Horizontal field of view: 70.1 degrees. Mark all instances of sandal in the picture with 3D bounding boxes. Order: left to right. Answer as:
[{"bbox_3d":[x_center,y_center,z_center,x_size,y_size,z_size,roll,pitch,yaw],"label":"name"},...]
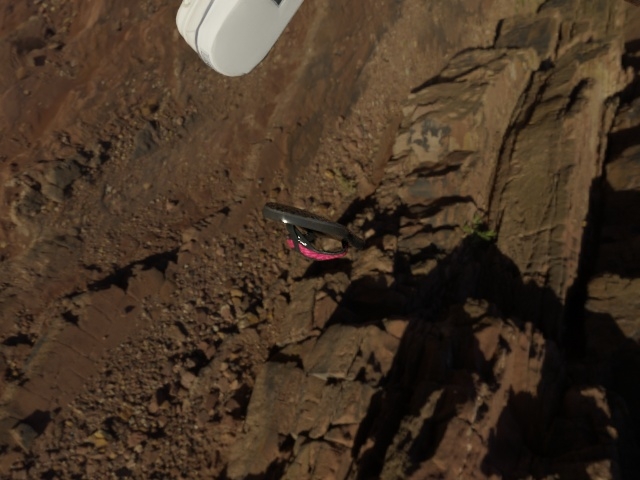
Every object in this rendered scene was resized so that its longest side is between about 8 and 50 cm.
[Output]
[{"bbox_3d":[0.000,0.000,0.441,0.040,0.067,0.179,-68,157,0],"label":"sandal"}]

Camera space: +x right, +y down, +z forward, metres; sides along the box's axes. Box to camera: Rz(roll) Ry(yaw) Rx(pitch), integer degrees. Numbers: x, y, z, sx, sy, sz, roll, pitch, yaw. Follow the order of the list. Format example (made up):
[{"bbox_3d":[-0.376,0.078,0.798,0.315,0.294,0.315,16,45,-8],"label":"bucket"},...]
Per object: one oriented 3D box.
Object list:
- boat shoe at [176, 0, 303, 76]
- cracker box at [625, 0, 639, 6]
[{"bbox_3d":[-0.034,-0.280,0.420,0.267,0.088,0.096,-51,158,13],"label":"boat shoe"},{"bbox_3d":[0.641,-0.536,0.898,0.232,0.156,0.067,-75,-171,-70],"label":"cracker box"}]
